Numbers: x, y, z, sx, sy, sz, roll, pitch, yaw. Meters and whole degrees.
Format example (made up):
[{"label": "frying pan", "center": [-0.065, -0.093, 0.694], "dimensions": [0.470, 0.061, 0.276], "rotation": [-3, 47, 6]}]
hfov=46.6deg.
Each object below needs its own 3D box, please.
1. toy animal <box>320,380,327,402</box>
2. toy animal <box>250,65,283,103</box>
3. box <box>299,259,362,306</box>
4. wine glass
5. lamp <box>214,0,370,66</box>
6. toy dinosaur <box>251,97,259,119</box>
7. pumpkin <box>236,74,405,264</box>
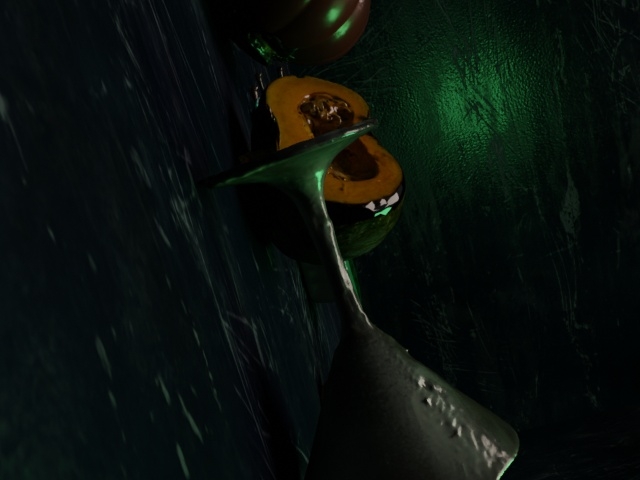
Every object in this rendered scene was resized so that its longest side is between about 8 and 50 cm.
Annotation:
[{"label": "toy animal", "center": [0.066, 0.270, 1.361], "dimensions": [0.275, 0.149, 0.054], "rotation": [-92, -155, -51]}, {"label": "toy animal", "center": [-0.088, -0.268, 1.573], "dimensions": [0.214, 0.094, 0.186], "rotation": [-85, 156, -57]}, {"label": "box", "center": [0.000, 0.000, 1.581], "dimensions": [0.264, 0.106, 0.336], "rotation": [-86, 160, -79]}, {"label": "wine glass", "center": [0.036, 0.085, 0.831], "dimensions": [0.267, 0.267, 0.405], "rotation": [-79, 149, -81]}, {"label": "lamp", "center": [-0.056, -0.434, 1.277], "dimensions": [0.303, 0.257, 0.303], "rotation": [37, 0, 0]}, {"label": "toy dinosaur", "center": [-0.113, -0.232, 1.414], "dimensions": [0.083, 0.031, 0.047], "rotation": [70, 5, -57]}, {"label": "pumpkin", "center": [-0.023, -0.080, 1.149], "dimensions": [0.324, 0.242, 0.232], "rotation": [-107, -152, -44]}]
